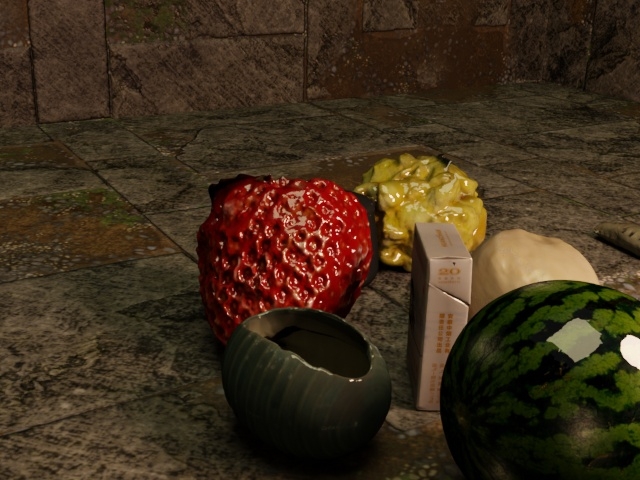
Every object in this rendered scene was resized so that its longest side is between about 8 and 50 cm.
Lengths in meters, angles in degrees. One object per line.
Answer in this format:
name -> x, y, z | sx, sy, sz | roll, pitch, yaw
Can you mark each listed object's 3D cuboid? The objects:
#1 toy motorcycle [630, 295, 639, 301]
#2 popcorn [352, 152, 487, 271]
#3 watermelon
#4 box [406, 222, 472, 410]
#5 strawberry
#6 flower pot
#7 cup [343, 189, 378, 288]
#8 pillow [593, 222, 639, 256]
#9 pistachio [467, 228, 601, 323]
toy motorcycle -> 0.540, 0.127, 1.342 | 0.239, 0.108, 0.204 | 3, 21, 2
popcorn -> 0.183, -0.054, 1.655 | 0.252, 0.215, 0.286 | -39, 41, -26
watermelon -> 0.276, 0.186, 0.927 | 0.285, 0.285, 0.285 | 2, 21, -1
box -> 0.165, 0.105, 1.190 | 0.067, 0.233, 0.149 | 0, 21, -3
strawberry -> -0.060, 0.052, 1.338 | 0.291, 0.310, 0.292 | 2, -9, 0
flower pot -> -0.021, 0.183, 1.078 | 0.189, 0.157, 0.243 | -16, 26, -42
cup -> 0.000, 0.000, 1.540 | 0.223, 0.177, 0.169 | 0, 24, -8
pillow -> 0.691, 0.003, 1.763 | 0.093, 0.051, 0.241 | -8, 20, -24
pistachio -> 0.320, 0.113, 1.253 | 0.226, 0.208, 0.332 | -39, 35, 14
